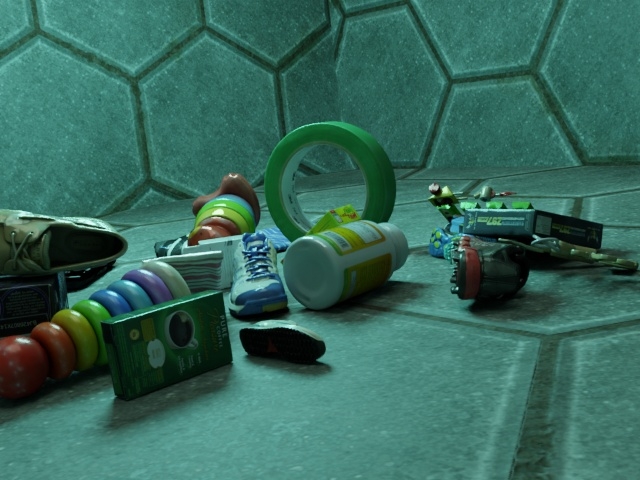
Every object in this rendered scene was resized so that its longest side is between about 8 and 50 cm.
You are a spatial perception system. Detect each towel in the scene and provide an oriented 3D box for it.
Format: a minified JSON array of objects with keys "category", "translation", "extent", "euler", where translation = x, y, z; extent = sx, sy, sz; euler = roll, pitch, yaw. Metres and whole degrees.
[{"category":"towel","translation":[-0.249,0.082,1.434],"extent":[0.144,0.029,0.197],"euler":[-9,-29,-15]},{"category":"towel","translation":[-0.099,-0.016,2.198],"extent":[0.336,0.040,0.243],"euler":[-14,13,-40]}]

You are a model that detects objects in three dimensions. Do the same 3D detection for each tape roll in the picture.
[{"category":"tape roll","translation":[0.021,-0.125,1.910],"extent":[0.321,0.321,0.077],"euler":[-2,10,26]}]

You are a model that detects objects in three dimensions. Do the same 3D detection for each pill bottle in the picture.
[{"category":"pill bottle","translation":[0.057,0.037,1.497],"extent":[0.136,0.136,0.246],"euler":[2,13,41]}]

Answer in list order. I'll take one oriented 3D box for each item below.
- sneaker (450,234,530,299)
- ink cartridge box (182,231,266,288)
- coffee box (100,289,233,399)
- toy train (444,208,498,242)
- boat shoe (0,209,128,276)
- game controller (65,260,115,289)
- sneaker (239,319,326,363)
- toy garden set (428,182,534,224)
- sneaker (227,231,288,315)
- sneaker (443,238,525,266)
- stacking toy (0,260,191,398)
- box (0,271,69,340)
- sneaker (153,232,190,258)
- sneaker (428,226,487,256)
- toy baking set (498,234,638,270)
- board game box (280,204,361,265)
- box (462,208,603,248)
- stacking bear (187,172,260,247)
[{"category":"sneaker","translation":[0.299,0.048,1.405],"extent":[0.135,0.097,0.276],"euler":[2,7,8]},{"category":"ink cartridge box","translation":[-0.203,0.046,1.703],"extent":[0.180,0.104,0.060],"euler":[-8,10,-11]},{"category":"coffee box","translation":[-0.214,0.145,1.127],"extent":[0.184,0.113,0.040],"euler":[-17,11,-41]},{"category":"toy train","translation":[0.359,-0.025,1.842],"extent":[0.105,0.080,0.184],"euler":[-16,12,-17]},{"category":"boat shoe","translation":[-0.464,0.008,1.266],"extent":[0.302,0.109,0.098],"euler":[-1,6,-32]},{"category":"game controller","translation":[-0.624,0.066,1.977],"extent":[0.166,0.067,0.319],"euler":[-6,10,3]},{"category":"sneaker","translation":[-0.045,0.142,1.186],"extent":[0.161,0.057,0.075],"euler":[-2,16,41]},{"category":"toy garden set","translation":[0.396,-0.072,1.947],"extent":[0.244,0.049,0.204],"euler":[1,-26,35]},{"category":"sneaker","translation":[-0.130,0.058,1.521],"extent":[0.112,0.131,0.296],"euler":[-6,11,-10]},{"category":"sneaker","translation":[0.340,0.030,1.626],"extent":[0.166,0.065,0.076],"euler":[1,-4,22]},{"category":"stacking toy","translation":[-0.358,0.144,1.210],"extent":[0.141,0.141,0.330],"euler":[3,18,43]},{"category":"box","translation":[-0.519,0.124,1.336],"extent":[0.165,0.143,0.270],"euler":[-6,10,-13]},{"category":"sneaker","translation":[-0.369,0.014,2.073],"extent":[0.121,0.079,0.217],"euler":[-4,11,10]},{"category":"sneaker","translation":[0.303,0.011,1.749],"extent":[0.078,0.067,0.188],"euler":[12,-1,-26]},{"category":"toy baking set","translation":[0.457,0.015,1.447],"extent":[0.256,0.030,0.197],"euler":[11,-1,13]},{"category":"board game box","translation":[0.000,0.000,1.726],"extent":[0.181,0.043,0.092],"euler":[-46,-14,33]},{"category":"box","translation":[0.441,-0.024,1.638],"extent":[0.233,0.059,0.183],"euler":[9,-3,-38]},{"category":"stacking bear","translation":[-0.248,-0.021,1.953],"extent":[0.175,0.164,0.289],"euler":[-35,17,20]}]
